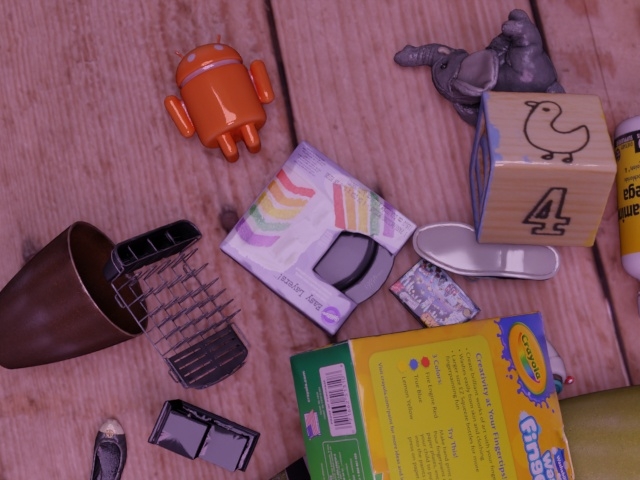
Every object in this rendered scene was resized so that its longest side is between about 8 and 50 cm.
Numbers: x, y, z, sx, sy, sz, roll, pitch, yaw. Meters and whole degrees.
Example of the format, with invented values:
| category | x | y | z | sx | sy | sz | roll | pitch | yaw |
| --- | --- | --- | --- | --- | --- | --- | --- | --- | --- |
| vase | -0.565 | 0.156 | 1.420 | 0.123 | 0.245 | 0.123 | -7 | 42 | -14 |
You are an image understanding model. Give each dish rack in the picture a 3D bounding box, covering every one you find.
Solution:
| category | x | y | z | sx | sy | sz | roll | pitch | yaw |
| --- | --- | --- | --- | --- | --- | --- | --- | --- | --- |
| dish rack | -0.224 | 0.110 | 1.706 | 0.074 | 0.208 | 0.271 | -40 | 82 | 35 |

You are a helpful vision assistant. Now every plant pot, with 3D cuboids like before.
| category | x | y | z | sx | sy | sz | roll | pitch | yaw |
| --- | --- | --- | --- | --- | --- | --- | --- | --- | --- |
| plant pot | 0.445 | 0.356 | 1.655 | 0.294 | 0.275 | 0.274 | 0 | 82 | 16 |
| plant pot | -0.444 | 0.117 | 1.713 | 0.230 | 0.215 | 0.215 | -30 | 83 | 11 |

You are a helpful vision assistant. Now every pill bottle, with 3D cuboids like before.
| category | x | y | z | sx | sy | sz | roll | pitch | yaw |
| --- | --- | --- | --- | --- | --- | --- | --- | --- | --- |
| pill bottle | 0.598 | -0.040 | 1.725 | 0.188 | 0.188 | 0.333 | -1 | 82 | 0 |

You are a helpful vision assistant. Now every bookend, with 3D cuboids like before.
| category | x | y | z | sx | sy | sz | roll | pitch | yaw |
| --- | --- | --- | --- | --- | --- | --- | --- | --- | --- |
| bookend | -0.189 | 0.324 | 1.691 | 0.156 | 0.157 | 0.072 | 22 | 83 | 4 |

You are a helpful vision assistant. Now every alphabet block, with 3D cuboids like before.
| category | x | y | z | sx | sy | sz | roll | pitch | yaw |
| --- | --- | --- | --- | --- | --- | --- | --- | --- | --- |
| alphabet block | 0.361 | -0.118 | 1.705 | 0.197 | 0.193 | 0.192 | 1 | 48 | 0 |

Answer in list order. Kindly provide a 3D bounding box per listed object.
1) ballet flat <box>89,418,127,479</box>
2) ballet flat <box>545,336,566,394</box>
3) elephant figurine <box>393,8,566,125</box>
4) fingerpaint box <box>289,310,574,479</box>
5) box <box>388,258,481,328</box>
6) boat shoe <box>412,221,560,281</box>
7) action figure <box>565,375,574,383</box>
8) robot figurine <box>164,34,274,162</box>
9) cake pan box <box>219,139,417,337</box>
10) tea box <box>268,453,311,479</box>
| category | x | y | z | sx | sy | sz | roll | pitch | yaw |
| --- | --- | --- | --- | --- | --- | --- | --- | --- | --- |
| ballet flat | -0.362 | 0.389 | 1.735 | 0.058 | 0.049 | 0.173 | 6 | 82 | 0 |
| ballet flat | 0.205 | 0.232 | 1.724 | 0.400 | 0.139 | 0.139 | -13 | 82 | 5 |
| elephant figurine | 0.276 | -0.284 | 1.794 | 0.239 | 0.186 | 0.169 | -25 | 118 | 7 |
| fingerpaint box | 0.180 | 0.347 | 1.463 | 0.371 | 0.163 | 0.444 | -5 | 80 | -36 |
| box | 0.198 | 0.103 | 1.786 | 0.094 | 0.027 | 0.137 | -43 | 84 | -4 |
| boat shoe | 0.282 | 0.023 | 1.772 | 0.255 | 0.079 | 0.095 | 4 | 80 | -2 |
| action figure | 0.378 | 0.247 | 1.762 | 0.115 | 0.038 | 0.030 | -11 | 60 | 0 |
| robot figurine | -0.176 | -0.247 | 1.786 | 0.158 | 0.128 | 0.219 | -28 | 81 | 35 |
| cake pan box | 0.000 | 0.000 | 1.783 | 0.267 | 0.070 | 0.245 | 39 | 86 | 5 |
| tea box | 0.001 | 0.541 | 1.597 | 0.324 | 0.220 | 0.329 | -33 | 96 | -5 |
